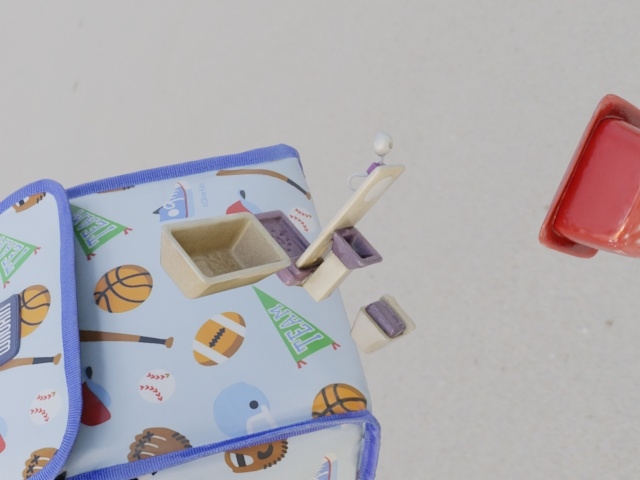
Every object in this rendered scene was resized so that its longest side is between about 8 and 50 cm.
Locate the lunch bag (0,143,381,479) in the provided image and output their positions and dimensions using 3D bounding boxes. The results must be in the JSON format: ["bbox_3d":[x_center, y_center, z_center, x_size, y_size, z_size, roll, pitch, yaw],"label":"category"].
[{"bbox_3d":[-0.168,0.111,1.001,0.239,0.385,0.328,86,171,-50],"label":"lunch bag"}]

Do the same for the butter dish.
[{"bbox_3d":[0.307,-0.042,1.080,0.118,0.160,0.160,29,99,33],"label":"butter dish"}]

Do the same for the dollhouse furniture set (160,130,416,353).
[{"bbox_3d":[0.000,0.000,0.476,0.091,0.114,0.081,50,118,16],"label":"dollhouse furniture set"}]
